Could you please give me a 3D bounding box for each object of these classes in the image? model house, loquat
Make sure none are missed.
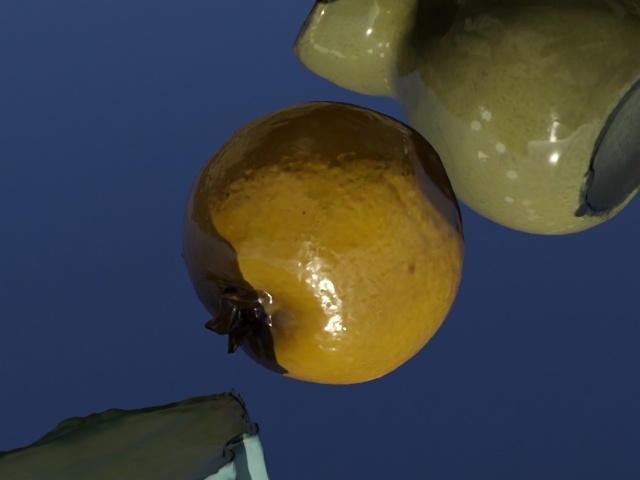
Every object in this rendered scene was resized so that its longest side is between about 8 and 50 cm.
[{"bbox_3d":[-0.139,0.258,1.251,0.261,0.241,0.226,-18,-171,-11],"label":"model house"},{"bbox_3d":[0.000,0.000,1.320,0.208,0.208,0.208,-7,-140,6],"label":"loquat"}]

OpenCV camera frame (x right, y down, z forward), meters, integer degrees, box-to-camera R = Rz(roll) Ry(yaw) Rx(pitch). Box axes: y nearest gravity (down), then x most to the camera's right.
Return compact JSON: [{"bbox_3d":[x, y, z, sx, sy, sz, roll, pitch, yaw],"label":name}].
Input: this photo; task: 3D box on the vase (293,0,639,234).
[{"bbox_3d":[0.179,-0.152,1.657,0.302,0.240,0.329,32,-166,28],"label":"vase"}]
